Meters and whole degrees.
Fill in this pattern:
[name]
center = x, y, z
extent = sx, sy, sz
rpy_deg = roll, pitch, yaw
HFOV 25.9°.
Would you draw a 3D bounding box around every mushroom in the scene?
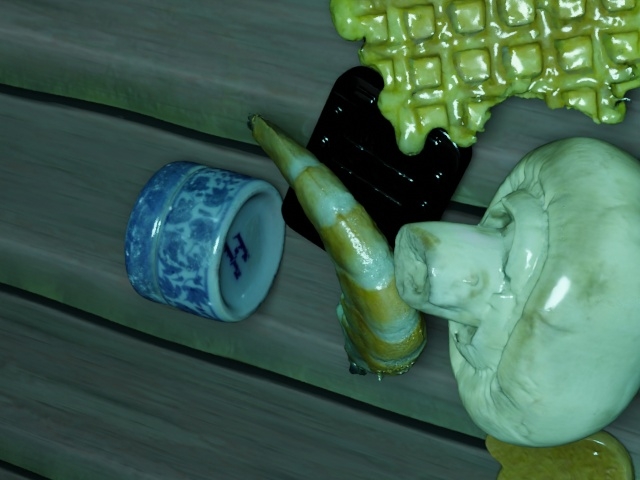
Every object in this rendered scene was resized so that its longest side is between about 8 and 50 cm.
[mushroom]
center = 0.170, 0.037, 1.170
extent = 0.234, 0.260, 0.254
rpy_deg = 17, 160, -14

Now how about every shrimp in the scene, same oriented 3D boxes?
[shrimp]
center = 0.017, 0.013, 1.249
extent = 0.287, 0.068, 0.185
rpy_deg = 57, 167, -12

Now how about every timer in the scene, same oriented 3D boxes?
[timer]
center = 0.054, -0.059, 1.311
extent = 0.144, 0.055, 0.187
rpy_deg = 35, 127, 13

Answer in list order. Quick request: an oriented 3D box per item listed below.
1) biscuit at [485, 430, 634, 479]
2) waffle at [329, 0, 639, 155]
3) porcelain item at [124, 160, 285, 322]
[biscuit]
center = 0.246, 0.247, 1.352
extent = 0.144, 0.040, 0.236
rpy_deg = -33, 92, 27
[waffle]
center = 0.157, -0.207, 1.167
extent = 0.301, 0.058, 0.281
rpy_deg = -31, 90, 26
[porcelain item]
center = -0.115, 0.000, 1.366
extent = 0.114, 0.147, 0.147
rpy_deg = 13, 117, 22
